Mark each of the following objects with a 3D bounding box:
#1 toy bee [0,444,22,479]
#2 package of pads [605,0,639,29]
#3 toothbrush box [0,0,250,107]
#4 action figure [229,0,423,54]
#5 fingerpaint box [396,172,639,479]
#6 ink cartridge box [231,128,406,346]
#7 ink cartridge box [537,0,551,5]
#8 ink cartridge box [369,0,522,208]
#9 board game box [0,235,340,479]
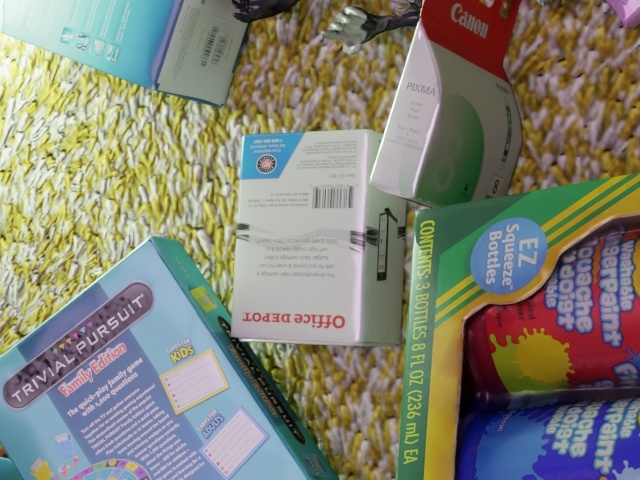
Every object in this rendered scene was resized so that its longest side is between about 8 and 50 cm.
[{"bbox_3d":[-0.357,0.303,1.570,0.195,0.162,0.298,6,63,40],"label":"toy bee"},{"bbox_3d":[0.289,-0.231,1.286,0.083,0.032,0.050,-43,68,20],"label":"package of pads"},{"bbox_3d":[-0.214,-0.289,1.544,0.295,0.126,0.216,22,97,31],"label":"toothbrush box"},{"bbox_3d":[0.037,-0.257,1.375,0.276,0.141,0.164,3,103,26],"label":"action figure"},{"bbox_3d":[0.246,0.177,1.043,0.371,0.163,0.444,-9,64,32],"label":"fingerpaint box"},{"bbox_3d":[0.000,0.000,1.404,0.148,0.086,0.203,1,86,31],"label":"ink cartridge box"},{"bbox_3d":[0.206,-0.320,1.322,0.145,0.045,0.179,-36,62,4],"label":"ink cartridge box"},{"bbox_3d":[0.134,-0.134,1.283,0.056,0.181,0.224,21,94,31],"label":"ink cartridge box"},{"bbox_3d":[-0.157,0.205,1.427,0.254,0.079,0.336,-37,77,12],"label":"board game box"}]
